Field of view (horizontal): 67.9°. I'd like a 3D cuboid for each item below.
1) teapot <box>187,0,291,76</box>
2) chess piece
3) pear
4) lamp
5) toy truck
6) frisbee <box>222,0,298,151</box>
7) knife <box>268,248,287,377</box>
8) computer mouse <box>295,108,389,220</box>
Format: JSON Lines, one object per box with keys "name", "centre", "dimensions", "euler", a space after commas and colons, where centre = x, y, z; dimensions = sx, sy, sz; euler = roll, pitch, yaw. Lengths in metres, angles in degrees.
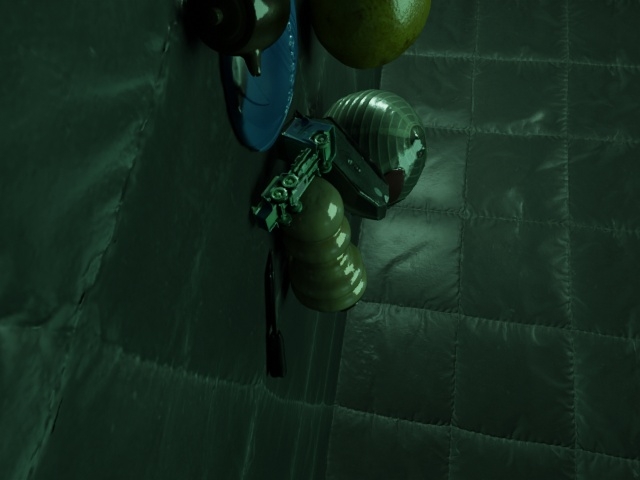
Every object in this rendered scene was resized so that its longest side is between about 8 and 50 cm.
{"name": "teapot", "centre": [-0.073, -0.190, 0.375], "dimensions": [0.121, 0.076, 0.068], "euler": [62, 34, -23]}
{"name": "chess piece", "centre": [0.000, 0.000, 0.783], "dimensions": [0.261, 0.143, 0.142], "euler": [77, 20, -52]}
{"name": "pear", "centre": [0.076, -0.390, 0.768], "dimensions": [0.209, 0.209, 0.208], "euler": [6, 90, -81]}
{"name": "lamp", "centre": [0.101, -0.175, 0.947], "dimensions": [0.265, 0.233, 0.233], "euler": [-50, 152, -35]}
{"name": "toy truck", "centre": [-0.048, -0.092, 0.652], "dimensions": [0.175, 0.081, 0.067], "euler": [-57, 159, -27]}
{"name": "frisbee", "centre": [-0.054, -0.224, 0.555], "dimensions": [0.242, 0.045, 0.242], "euler": [5, 90, -80]}
{"name": "knife", "centre": [-0.073, 0.118, 0.764], "dimensions": [0.060, 0.028, 0.230], "euler": [-93, -178, -64]}
{"name": "computer mouse", "centre": [0.027, -0.118, 0.794], "dimensions": [0.071, 0.231, 0.126], "euler": [-38, -167, 34]}
